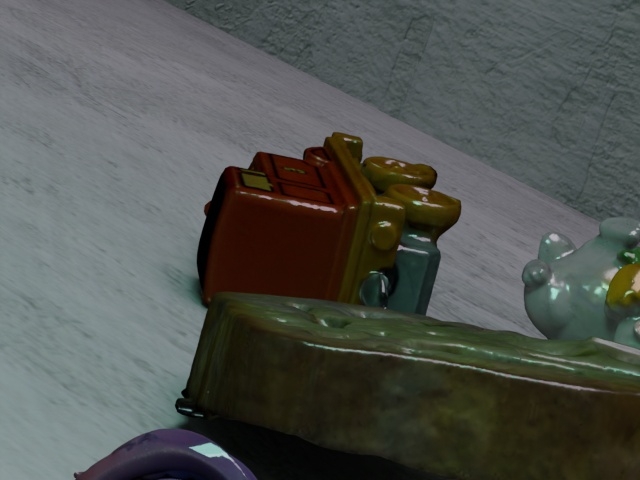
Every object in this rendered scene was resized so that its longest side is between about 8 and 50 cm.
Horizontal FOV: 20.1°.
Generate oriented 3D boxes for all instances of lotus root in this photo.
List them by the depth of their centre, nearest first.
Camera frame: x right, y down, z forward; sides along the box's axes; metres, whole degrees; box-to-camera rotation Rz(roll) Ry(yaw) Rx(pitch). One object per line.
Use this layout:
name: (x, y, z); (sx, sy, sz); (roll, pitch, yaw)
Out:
lotus root: (0.076, 0.107, 1.252); (0.390, 0.111, 0.375); (12, 4, 35)

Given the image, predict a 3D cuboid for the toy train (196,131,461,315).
toy train: (0.000, 0.000, 1.712); (0.232, 0.163, 0.369); (13, 13, -10)

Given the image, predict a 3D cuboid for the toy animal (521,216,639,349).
toy animal: (0.356, 0.098, 1.870); (0.325, 0.208, 0.154); (17, -32, 21)

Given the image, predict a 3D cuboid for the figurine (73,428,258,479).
figurine: (-0.069, 0.171, 0.900); (0.157, 0.126, 0.114); (80, -9, -60)
